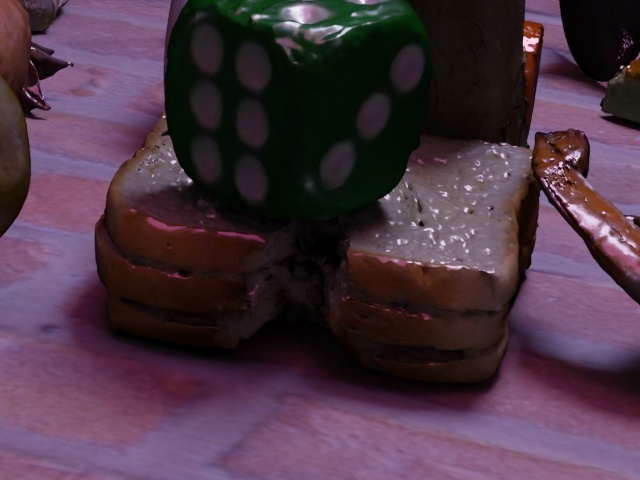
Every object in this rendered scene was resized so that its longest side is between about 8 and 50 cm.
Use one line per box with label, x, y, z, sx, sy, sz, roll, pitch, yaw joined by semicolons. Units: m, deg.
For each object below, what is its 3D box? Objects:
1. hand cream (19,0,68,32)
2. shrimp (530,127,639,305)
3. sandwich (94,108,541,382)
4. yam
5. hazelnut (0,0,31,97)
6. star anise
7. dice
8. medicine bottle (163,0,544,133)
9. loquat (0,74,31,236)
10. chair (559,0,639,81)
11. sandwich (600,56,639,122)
hand cream;-0.279;-0.261;1.876;0.084;0.084;0.203;3;26;-8
shrimp;0.235;-0.005;1.264;0.222;0.054;0.290;39;24;10
sandwich;0.000;-0.002;1.241;0.273;0.095;0.249;9;25;7
yam;0.097;-0.108;1.362;0.106;0.259;0.106;-3;42;2
hazelnut;-0.316;-0.138;1.410;0.214;0.176;0.214;-22;14;6
star anise;-0.270;-0.154;1.612;0.124;0.056;0.129;8;36;-1
dice;-0.016;-0.093;1.169;0.131;0.128;0.120;27;35;37
medicine bottle;0.030;-0.145;1.531;0.289;0.157;0.157;9;21;8
loquat;-0.268;-0.052;1.221;0.152;0.152;0.195;-11;2;-37
chair;0.084;-0.257;1.750;0.401;0.226;0.226;-1;22;-15
sandwich;0.403;-0.108;1.664;0.245;0.063;0.212;-4;24;-20
